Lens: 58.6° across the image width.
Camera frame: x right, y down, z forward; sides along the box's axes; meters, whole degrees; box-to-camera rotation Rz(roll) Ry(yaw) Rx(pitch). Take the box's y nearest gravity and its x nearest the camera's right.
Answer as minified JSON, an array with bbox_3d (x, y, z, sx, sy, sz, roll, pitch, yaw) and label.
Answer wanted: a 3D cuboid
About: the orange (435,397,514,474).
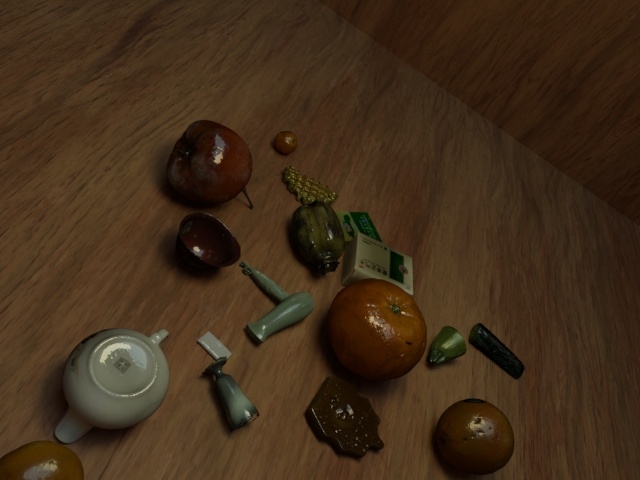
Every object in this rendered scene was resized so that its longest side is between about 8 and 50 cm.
[{"bbox_3d":[0.406,0.517,1.506,0.206,0.206,0.206,21,43,-21],"label":"orange"}]

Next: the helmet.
[{"bbox_3d":[-0.303,0.022,1.489,0.175,0.106,0.155,26,43,-18],"label":"helmet"}]

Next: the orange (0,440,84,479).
[{"bbox_3d":[-0.485,0.414,0.959,0.136,0.158,0.159,18,25,38],"label":"orange"}]

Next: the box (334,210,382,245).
[{"bbox_3d":[0.088,-0.039,1.901,0.235,0.034,0.132,1,53,-36],"label":"box"}]

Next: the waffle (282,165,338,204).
[{"bbox_3d":[-0.039,-0.186,1.933,0.161,0.046,0.192,-26,71,-45],"label":"waffle"}]

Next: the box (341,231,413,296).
[{"bbox_3d":[0.180,0.097,1.800,0.212,0.095,0.168,25,44,-16],"label":"box"}]

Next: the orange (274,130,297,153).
[{"bbox_3d":[-0.121,-0.341,1.990,0.084,0.083,0.083,21,43,-21],"label":"orange"}]

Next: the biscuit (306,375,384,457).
[{"bbox_3d":[0.071,0.453,1.429,0.215,0.034,0.182,42,40,0],"label":"biscuit"}]

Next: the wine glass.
[{"bbox_3d":[-0.204,0.345,1.292,0.072,0.072,0.155,-14,62,-44],"label":"wine glass"}]

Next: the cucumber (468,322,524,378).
[{"bbox_3d":[0.593,0.362,1.889,0.211,0.062,0.078,37,39,-2],"label":"cucumber"}]

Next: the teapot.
[{"bbox_3d":[-0.405,0.274,1.157,0.204,0.139,0.298,42,42,6],"label":"teapot"}]

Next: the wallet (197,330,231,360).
[{"bbox_3d":[-0.256,0.259,1.378,0.083,0.011,0.044,43,40,6],"label":"wallet"}]

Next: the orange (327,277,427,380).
[{"bbox_3d":[0.148,0.239,1.537,0.284,0.226,0.283,25,38,-21],"label":"orange"}]

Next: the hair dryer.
[{"bbox_3d":[-0.158,0.146,1.533,0.206,0.075,0.237,-25,63,-41],"label":"hair dryer"}]

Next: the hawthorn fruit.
[{"bbox_3d":[-0.302,-0.225,1.621,0.263,0.235,0.231,-20,65,-48],"label":"hawthorn fruit"}]

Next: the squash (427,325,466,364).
[{"bbox_3d":[0.365,0.337,1.735,0.132,0.105,0.105,-30,73,-29],"label":"squash"}]

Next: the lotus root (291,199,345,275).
[{"bbox_3d":[0.000,0.001,1.716,0.154,0.154,0.278,7,49,-33],"label":"lotus root"}]
